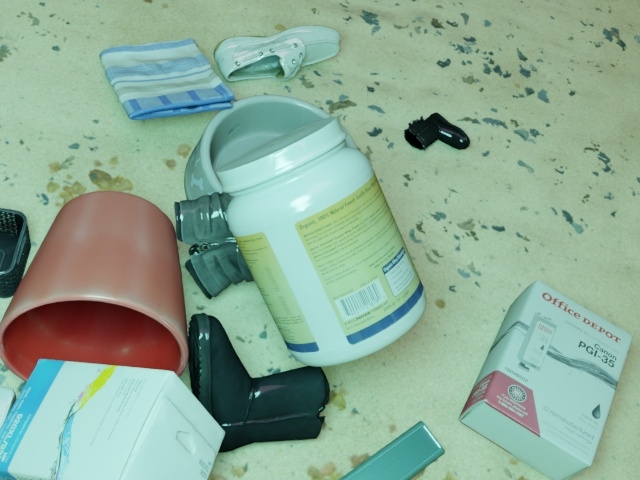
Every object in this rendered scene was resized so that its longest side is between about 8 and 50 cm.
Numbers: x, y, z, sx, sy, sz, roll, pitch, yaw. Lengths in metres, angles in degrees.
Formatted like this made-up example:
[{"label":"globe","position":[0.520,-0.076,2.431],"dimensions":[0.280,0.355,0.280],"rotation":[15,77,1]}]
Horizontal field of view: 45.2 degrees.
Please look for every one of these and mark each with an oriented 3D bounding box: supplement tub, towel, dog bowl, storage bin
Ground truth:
[{"label":"supplement tub","position":[0.000,0.000,1.135],"dimensions":[0.228,0.228,0.316],"rotation":[-32,106,-30]},{"label":"towel","position":[-0.303,-0.320,1.495],"dimensions":[0.209,0.034,0.285],"rotation":[-12,40,-20]},{"label":"dog bowl","position":[-0.079,-0.131,1.459],"dimensions":[0.348,0.102,0.349],"rotation":[7,58,-12]},{"label":"storage bin","position":[-0.572,0.012,1.240],"dimensions":[0.180,0.084,0.122],"rotation":[10,56,-11]}]

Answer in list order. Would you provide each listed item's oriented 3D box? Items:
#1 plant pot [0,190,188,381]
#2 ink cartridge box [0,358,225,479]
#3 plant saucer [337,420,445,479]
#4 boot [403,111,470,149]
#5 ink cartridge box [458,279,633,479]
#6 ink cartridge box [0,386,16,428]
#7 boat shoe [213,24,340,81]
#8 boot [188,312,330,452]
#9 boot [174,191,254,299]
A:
[{"label":"plant pot","position":[-0.330,0.074,1.178],"dimensions":[0.274,0.275,0.243],"rotation":[7,48,-11]},{"label":"ink cartridge box","position":[-0.285,0.280,1.040],"dimensions":[0.232,0.171,0.168],"rotation":[-1,50,27]},{"label":"plant saucer","position":[0.118,0.367,1.252],"dimensions":[0.192,0.018,0.067],"rotation":[-27,69,-29]},{"label":"boot","position":[0.245,-0.220,1.640],"dimensions":[0.099,0.045,0.121],"rotation":[-32,64,-32]},{"label":"ink cartridge box","position":[0.398,0.240,1.349],"dimensions":[0.207,0.117,0.283],"rotation":[31,56,5]},{"label":"ink cartridge box","position":[-0.551,0.270,1.081],"dimensions":[0.203,0.086,0.148],"rotation":[14,56,-8]},{"label":"boat shoe","position":[-0.081,-0.380,1.623],"dimensions":[0.276,0.098,0.096],"rotation":[-13,63,-12]},{"label":"boot","position":[-0.093,0.210,1.180],"dimensions":[0.207,0.247,0.094],"rotation":[-8,21,-19]},{"label":"boot","position":[-0.098,0.050,1.306],"dimensions":[0.222,0.118,0.338],"rotation":[-26,102,-4]}]
